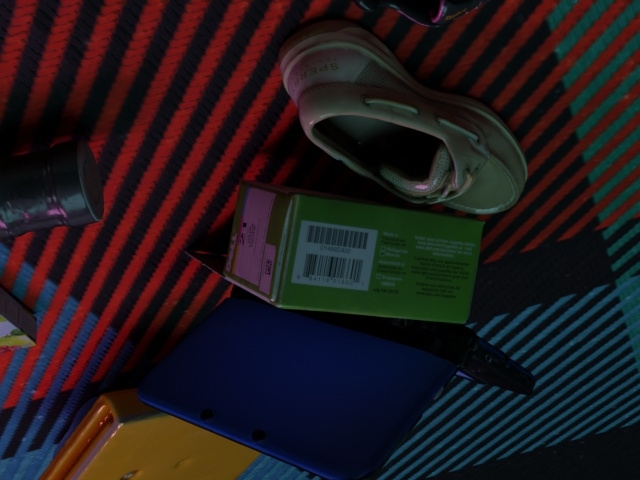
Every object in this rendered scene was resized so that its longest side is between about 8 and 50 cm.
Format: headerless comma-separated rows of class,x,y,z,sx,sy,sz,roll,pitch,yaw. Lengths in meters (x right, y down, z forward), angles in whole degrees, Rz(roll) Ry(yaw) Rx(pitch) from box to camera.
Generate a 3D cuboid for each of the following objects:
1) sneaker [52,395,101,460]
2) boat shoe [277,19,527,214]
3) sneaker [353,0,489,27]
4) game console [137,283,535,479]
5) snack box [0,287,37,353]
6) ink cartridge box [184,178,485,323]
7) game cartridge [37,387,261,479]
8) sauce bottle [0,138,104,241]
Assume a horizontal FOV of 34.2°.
sneaker,-0.267,0.258,1.347,0.092,0.087,0.229,-4,153,-39
boat shoe,0.082,-0.074,0.883,0.109,0.098,0.302,-29,143,29
sneaker,0.092,-0.182,0.735,0.178,0.077,0.072,-3,149,-12
game console,0.019,0.144,1.025,0.293,0.173,0.250,14,167,39
snack box,-0.381,0.089,1.077,0.141,0.037,0.100,-14,146,10
ink cartridge box,0.000,0.000,0.973,0.189,0.097,0.255,7,-174,-26
game cartridge,-0.179,0.252,1.271,0.324,0.052,0.285,-6,144,-47
sauce bottle,-0.352,-0.014,0.850,0.345,0.111,0.111,-9,148,2
